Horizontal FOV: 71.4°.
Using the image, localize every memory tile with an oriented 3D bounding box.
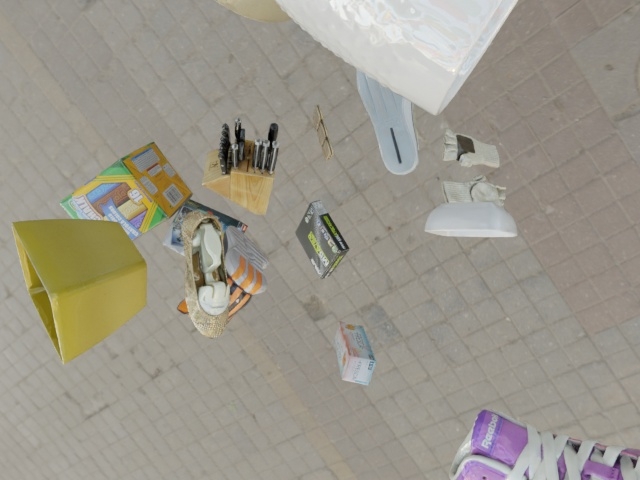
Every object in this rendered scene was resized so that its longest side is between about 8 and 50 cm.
[{"bbox_3d":[0.006,-0.237,0.996,0.012,0.148,0.113,-17,95,-3],"label":"memory tile"}]

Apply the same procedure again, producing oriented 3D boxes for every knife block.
[{"bbox_3d":[-0.135,-0.163,1.011,0.241,0.275,0.088,-9,66,32],"label":"knife block"}]

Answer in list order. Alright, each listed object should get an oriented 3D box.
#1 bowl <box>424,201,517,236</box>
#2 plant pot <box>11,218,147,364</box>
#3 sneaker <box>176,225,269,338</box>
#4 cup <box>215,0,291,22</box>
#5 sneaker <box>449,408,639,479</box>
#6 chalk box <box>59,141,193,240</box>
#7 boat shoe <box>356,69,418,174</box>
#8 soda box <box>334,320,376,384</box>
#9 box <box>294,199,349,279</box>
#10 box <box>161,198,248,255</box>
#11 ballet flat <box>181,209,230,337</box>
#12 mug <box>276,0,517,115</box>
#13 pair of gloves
[{"bbox_3d":[0.268,-0.036,0.787,0.142,0.142,0.053,2,88,35],"label":"bowl"},{"bbox_3d":[-0.473,0.079,0.907,0.212,0.187,0.212,45,135,27],"label":"plant pot"},{"bbox_3d":[-0.208,0.082,0.923,0.180,0.321,0.124,-45,102,5],"label":"sneaker"},{"bbox_3d":[-0.093,-0.569,0.704,0.236,0.331,0.331,-31,99,44],"label":"cup"},{"bbox_3d":[0.213,0.199,0.362,0.161,0.102,0.282,41,139,4],"label":"sneaker"},{"bbox_3d":[-0.524,-0.097,1.171,0.288,0.180,0.179,-26,111,18],"label":"chalk box"},{"bbox_3d":[0.148,-0.292,0.953,0.108,0.094,0.303,-7,111,19],"label":"boat shoe"},{"bbox_3d":[0.073,0.246,0.993,0.062,0.183,0.058,14,102,-6],"label":"soda box"},{"bbox_3d":[0.000,0.000,1.411,0.191,0.045,0.184,60,146,19],"label":"box"},{"bbox_3d":[-0.342,-0.016,1.303,0.232,0.044,0.159,23,82,29],"label":"box"},{"bbox_3d":[-0.176,0.053,0.697,0.067,0.073,0.207,-8,94,53],"label":"ballet flat"},{"bbox_3d":[0.061,-0.340,0.459,0.327,0.374,0.276,34,106,7],"label":"mug"},{"bbox_3d":[0.422,-0.186,1.219,0.204,0.241,0.042,11,156,-19],"label":"pair of gloves"}]
